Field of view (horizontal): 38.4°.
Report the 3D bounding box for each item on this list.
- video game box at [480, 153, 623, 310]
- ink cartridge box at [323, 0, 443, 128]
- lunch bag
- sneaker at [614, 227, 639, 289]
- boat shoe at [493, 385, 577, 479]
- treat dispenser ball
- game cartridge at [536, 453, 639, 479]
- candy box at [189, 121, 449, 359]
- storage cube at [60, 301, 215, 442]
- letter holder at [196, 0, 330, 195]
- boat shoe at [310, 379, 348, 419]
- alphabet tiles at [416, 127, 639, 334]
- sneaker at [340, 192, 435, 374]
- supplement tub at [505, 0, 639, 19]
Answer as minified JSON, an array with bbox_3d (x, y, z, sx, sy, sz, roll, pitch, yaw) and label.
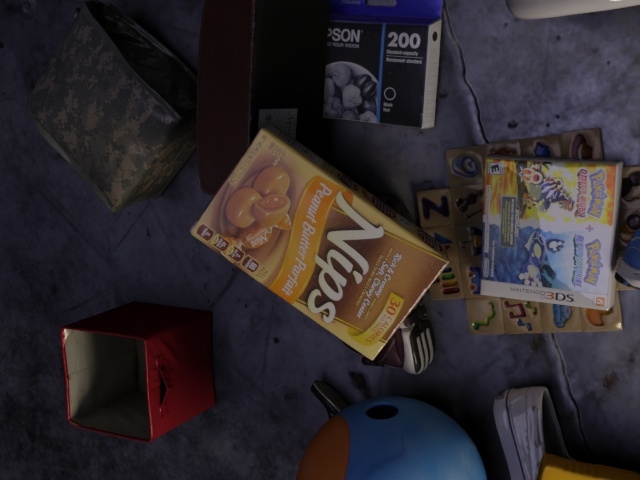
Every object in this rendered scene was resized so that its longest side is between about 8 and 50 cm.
[{"bbox_3d":[0.320,-0.014,1.289,0.187,0.048,0.205,5,102,26],"label":"video game box"},{"bbox_3d":[0.078,-0.281,1.383,0.206,0.045,0.208,10,104,29],"label":"ink cartridge box"},{"bbox_3d":[-0.347,-0.233,1.561,0.287,0.169,0.235,46,119,8],"label":"lunch bag"},{"bbox_3d":[0.496,0.041,1.192,0.211,0.080,0.081,14,98,17],"label":"sneaker"},{"bbox_3d":[0.336,0.341,1.341,0.088,0.096,0.268,-20,82,35],"label":"boat shoe"},{"bbox_3d":[0.104,0.376,1.360,0.288,0.288,0.288,6,103,28],"label":"treat dispenser ball"},{"bbox_3d":[0.440,0.459,1.275,0.323,0.053,0.286,12,106,10],"label":"game cartridge"},{"bbox_3d":[0.000,0.000,1.293,0.316,0.087,0.183,35,104,-3],"label":"candy box"},{"bbox_3d":[-0.314,0.224,1.621,0.214,0.193,0.184,4,102,28],"label":"storage cube"},{"bbox_3d":[-0.120,-0.227,1.421,0.214,0.152,0.302,17,109,42],"label":"letter holder"},{"bbox_3d":[0.030,0.286,1.523,0.133,0.049,0.042,44,109,10],"label":"boat shoe"},{"bbox_3d":[0.306,-0.005,1.331,0.342,0.011,0.285,-5,97,30],"label":"alphabet tiles"},{"bbox_3d":[0.072,0.073,1.427,0.162,0.106,0.282,-6,98,33],"label":"sneaker"},{"bbox_3d":[0.320,-0.441,1.086,0.235,0.235,0.325,-2,106,30],"label":"supplement tub"}]
